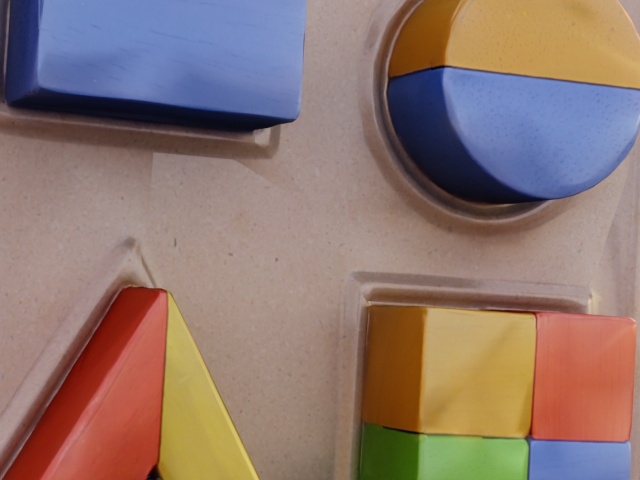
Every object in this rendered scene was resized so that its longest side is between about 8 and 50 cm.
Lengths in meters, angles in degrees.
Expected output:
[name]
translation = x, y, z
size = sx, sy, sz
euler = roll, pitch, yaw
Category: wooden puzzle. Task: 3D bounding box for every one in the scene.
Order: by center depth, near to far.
[wooden puzzle]
translation = 0.000, 0.000, 0.535
size = 0.322, 0.348, 0.080
euler = 4, -8, -24
